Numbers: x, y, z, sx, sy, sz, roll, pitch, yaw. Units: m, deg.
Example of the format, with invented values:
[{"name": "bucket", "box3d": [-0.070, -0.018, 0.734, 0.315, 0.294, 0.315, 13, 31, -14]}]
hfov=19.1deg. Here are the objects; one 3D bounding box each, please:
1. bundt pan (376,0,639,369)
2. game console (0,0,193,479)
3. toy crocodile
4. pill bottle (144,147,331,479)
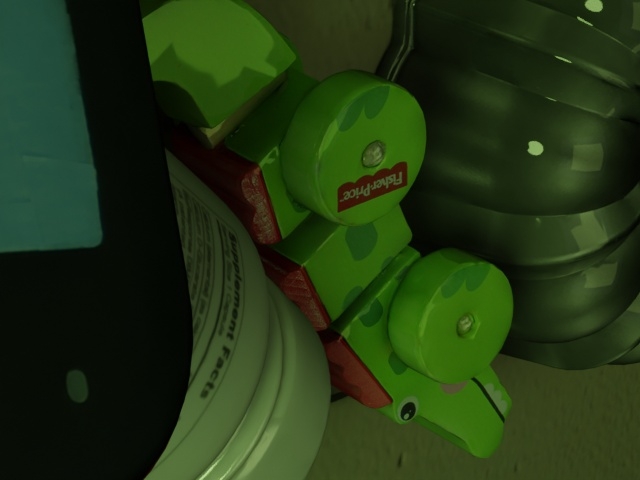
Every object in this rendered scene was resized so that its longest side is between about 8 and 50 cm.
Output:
[{"name": "bundt pan", "box3d": [0.178, -0.073, 1.057, 0.331, 0.124, 0.331, -24, 125, -39]}, {"name": "game console", "box3d": [-0.200, -0.098, 0.487, 0.342, 0.060, 0.386, -2, 77, -43]}, {"name": "toy crocodile", "box3d": [0.000, 0.000, 0.899, 0.105, 0.115, 0.340, -47, 136, -15]}, {"name": "pill bottle", "box3d": [-0.119, 0.018, 0.732, 0.160, 0.160, 0.283, -58, 141, -10]}]
